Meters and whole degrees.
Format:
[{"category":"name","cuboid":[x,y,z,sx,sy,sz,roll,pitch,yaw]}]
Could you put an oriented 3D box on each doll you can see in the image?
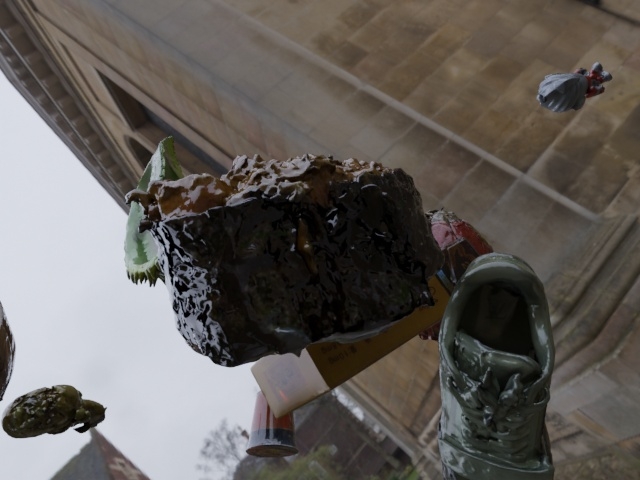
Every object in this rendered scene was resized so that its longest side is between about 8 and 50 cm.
[{"category":"doll","cuboid":[0.488,-0.296,0.954,0.180,0.094,0.079,-25,-20,-16]}]

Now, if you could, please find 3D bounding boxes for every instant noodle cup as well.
[{"category":"instant noodle cup","cuboid":[-0.112,0.433,1.169,0.127,0.127,0.136,92,178,-55]}]

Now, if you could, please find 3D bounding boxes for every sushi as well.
[{"category":"sushi","cuboid":[0.000,0.000,0.540,0.348,0.234,0.208,-17,-84,-43]}]

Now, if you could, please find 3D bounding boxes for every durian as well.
[{"category":"durian","cuboid":[-0.303,-0.044,0.925,0.157,0.356,0.170,-12,-49,-14]}]

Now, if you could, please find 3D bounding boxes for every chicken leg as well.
[{"category":"chicken leg","cuboid":[-0.464,0.313,0.898,0.103,0.088,0.227,-37,-28,7]}]

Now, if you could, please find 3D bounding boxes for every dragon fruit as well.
[{"category":"dragon fruit","cuboid":[0.315,0.095,1.258,0.277,0.277,0.343,-18,-63,-54]}]

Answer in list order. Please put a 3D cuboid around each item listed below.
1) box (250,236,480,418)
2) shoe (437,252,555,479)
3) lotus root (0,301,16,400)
[{"category":"box","cuboid":[0.100,0.156,0.909,0.415,0.116,0.264,-22,-18,-33]},{"category":"shoe","cuboid":[0.151,0.149,0.442,0.149,0.109,0.293,21,-109,-65]},{"category":"lotus root","cuboid":[-0.448,0.151,0.579,0.199,0.188,0.180,-7,-49,-8]}]
